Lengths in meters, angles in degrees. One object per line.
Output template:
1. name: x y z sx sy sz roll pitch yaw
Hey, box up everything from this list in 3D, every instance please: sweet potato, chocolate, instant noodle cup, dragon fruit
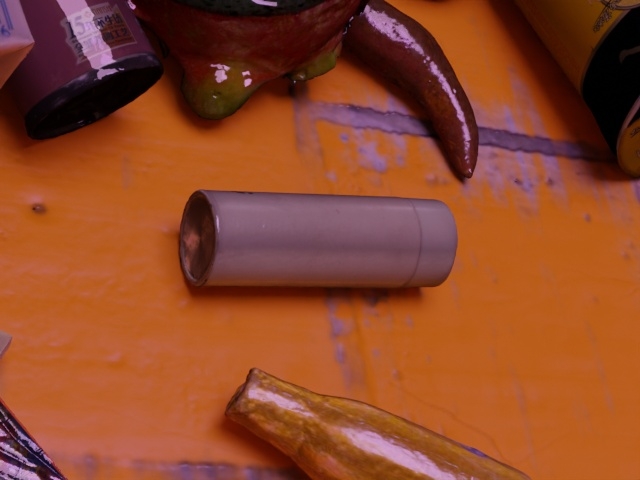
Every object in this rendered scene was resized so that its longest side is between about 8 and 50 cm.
1. sweet potato: 0.056 -0.163 1.326 0.255 0.058 0.078 43 65 4
2. chocolate: 0.039 0.153 1.073 0.219 0.085 0.085 28 49 -5
3. instant noodle cup: 0.284 -0.208 1.392 0.216 0.215 0.236 -16 57 -35
4. dragon fruit: -0.069 -0.243 1.244 0.268 0.130 0.295 2 65 -10

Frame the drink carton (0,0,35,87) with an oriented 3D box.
1. drink carton: -0.318 -0.218 1.038 0.132 0.194 0.324 -13 77 -35

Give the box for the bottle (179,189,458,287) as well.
1. bottle: 0.000 0.000 1.165 0.202 0.072 0.072 1 57 -27

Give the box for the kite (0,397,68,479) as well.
1. kite: -0.220 0.172 0.966 0.183 0.014 0.241 18 52 -14

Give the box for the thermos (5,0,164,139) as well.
1. thermos: -0.240 -0.242 1.159 0.110 0.136 0.330 -28 85 -1

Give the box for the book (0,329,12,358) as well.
1. book: -0.266 0.068 1.008 0.111 0.014 0.077 25 47 4
